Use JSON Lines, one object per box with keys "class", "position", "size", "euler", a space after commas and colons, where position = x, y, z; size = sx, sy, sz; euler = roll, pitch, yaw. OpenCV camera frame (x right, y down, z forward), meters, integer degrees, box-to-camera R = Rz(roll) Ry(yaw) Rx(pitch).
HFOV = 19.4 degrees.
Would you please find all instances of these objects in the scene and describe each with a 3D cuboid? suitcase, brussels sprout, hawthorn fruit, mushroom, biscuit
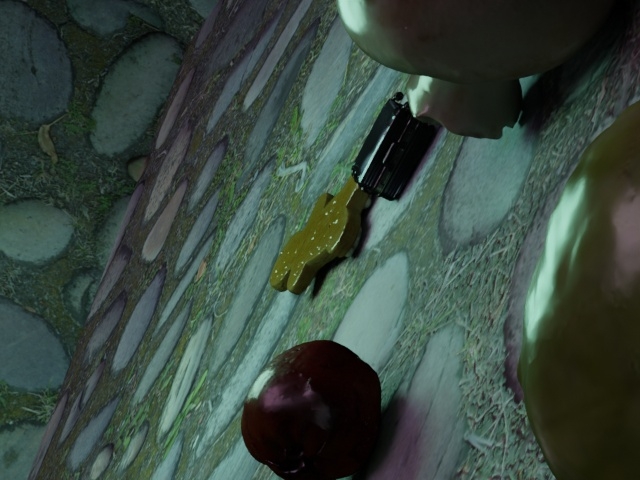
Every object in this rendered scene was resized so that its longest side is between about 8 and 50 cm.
{"class": "suitcase", "position": [0.090, -0.113, 2.279], "size": [0.126, 0.059, 0.086], "euler": [-62, 13, 10]}
{"class": "brussels sprout", "position": [0.250, 0.035, 1.118], "size": [0.274, 0.242, 0.317], "euler": [91, -156, -65]}
{"class": "hawthorn fruit", "position": [-0.003, 0.168, 1.923], "size": [0.148, 0.148, 0.172], "euler": [-48, 13, 45]}
{"class": "mushroom", "position": [0.167, -0.251, 1.926], "size": [0.298, 0.297, 0.290], "euler": [-76, -19, -44]}
{"class": "biscuit", "position": [0.001, 0.001, 2.420], "size": [0.240, 0.035, 0.158], "euler": [-40, 24, 55]}
